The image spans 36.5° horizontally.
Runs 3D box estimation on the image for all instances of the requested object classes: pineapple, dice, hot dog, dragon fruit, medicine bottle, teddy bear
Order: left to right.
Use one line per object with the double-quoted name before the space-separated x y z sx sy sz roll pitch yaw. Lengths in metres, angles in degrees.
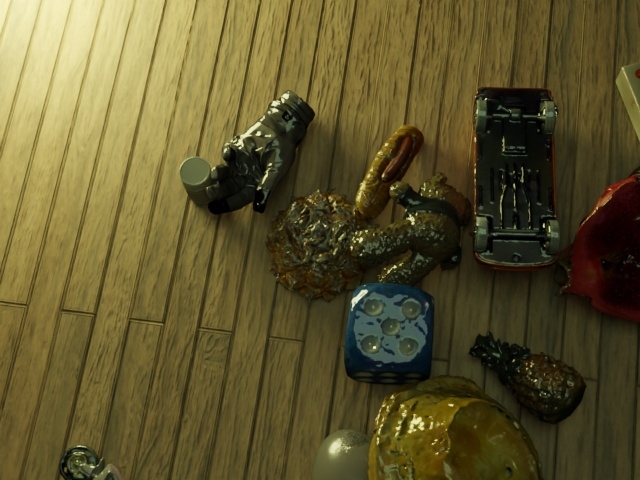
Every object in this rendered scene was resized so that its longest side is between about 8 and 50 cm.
"medicine bottle" -0.217 -0.106 1.740 0.058 0.091 0.058 -1 71 3
"pineapple" 0.000 0.000 1.699 0.224 0.076 0.225 -1 72 4
"dice" 0.114 0.157 1.597 0.143 0.146 0.146 3 71 7
"hot dog" 0.123 -0.129 1.719 0.066 0.047 0.216 39 58 -7
"teddy bear" 0.178 -0.011 1.651 0.129 0.182 0.251 0 41 48
"pineapple" 0.334 0.216 1.596 0.197 0.108 0.108 33 75 27
"dragon fruit" 0.482 0.024 1.628 0.211 0.134 0.262 -20 106 11

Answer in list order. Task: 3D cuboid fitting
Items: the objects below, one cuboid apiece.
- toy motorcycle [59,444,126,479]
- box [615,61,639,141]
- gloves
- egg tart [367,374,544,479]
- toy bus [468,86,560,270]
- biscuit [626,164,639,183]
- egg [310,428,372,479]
"toy motorcycle" -0.360 0.446 1.565 0.152 0.073 0.225 4 70 2
"box" 0.657 -0.270 1.760 0.201 0.058 0.141 -15 70 -3
"gloves" -0.105 -0.149 1.740 0.142 0.119 0.285 36 62 15
"egg tart" 0.229 0.348 1.475 0.341 0.129 0.341 18 51 -23
"toy bus" 0.328 -0.095 1.670 0.143 0.153 0.329 1 69 3
"biscuit" 0.645 -0.078 1.707 0.228 0.031 0.176 -12 69 -1
"egg" 0.058 0.393 1.518 0.146 0.146 0.199 -17 63 -2
